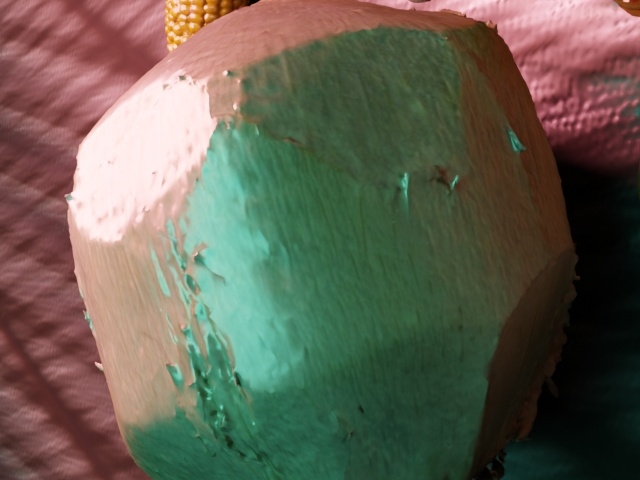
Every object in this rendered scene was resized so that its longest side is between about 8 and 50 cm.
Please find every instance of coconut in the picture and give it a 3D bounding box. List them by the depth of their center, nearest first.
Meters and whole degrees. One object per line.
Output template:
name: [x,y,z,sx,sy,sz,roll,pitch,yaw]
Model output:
coconut: [0.000,0.000,0.793,0.346,0.346,0.360,-23,80,48]

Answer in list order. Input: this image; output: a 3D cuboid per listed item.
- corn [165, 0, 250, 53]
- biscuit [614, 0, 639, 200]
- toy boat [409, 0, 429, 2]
corn: [-0.096,-0.292,1.104,0.091,0.091,0.260,-118,35,-69]
biscuit: [0.252,-0.143,0.719,0.262,0.052,0.277,-49,55,37]
toy boat: [0.130,-0.322,0.808,0.215,0.123,0.330,-111,42,-68]
